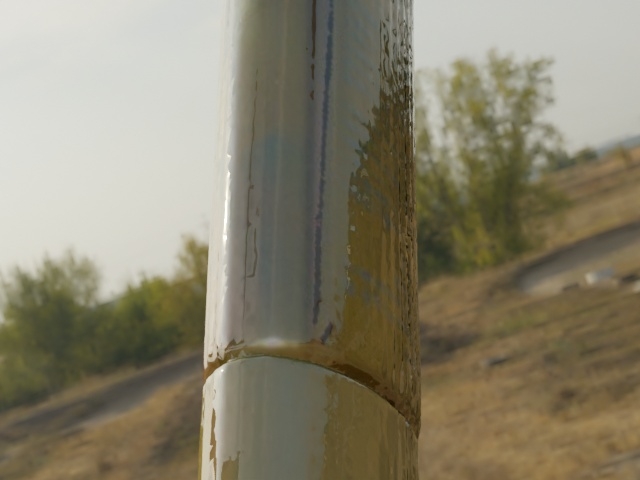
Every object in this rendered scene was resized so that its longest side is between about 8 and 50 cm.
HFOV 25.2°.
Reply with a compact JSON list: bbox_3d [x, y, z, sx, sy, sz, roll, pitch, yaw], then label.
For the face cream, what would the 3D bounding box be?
[{"bbox_3d":[0.000,0.000,0.515,0.067,0.285,0.139,-7,-26,15],"label":"face cream"}]
